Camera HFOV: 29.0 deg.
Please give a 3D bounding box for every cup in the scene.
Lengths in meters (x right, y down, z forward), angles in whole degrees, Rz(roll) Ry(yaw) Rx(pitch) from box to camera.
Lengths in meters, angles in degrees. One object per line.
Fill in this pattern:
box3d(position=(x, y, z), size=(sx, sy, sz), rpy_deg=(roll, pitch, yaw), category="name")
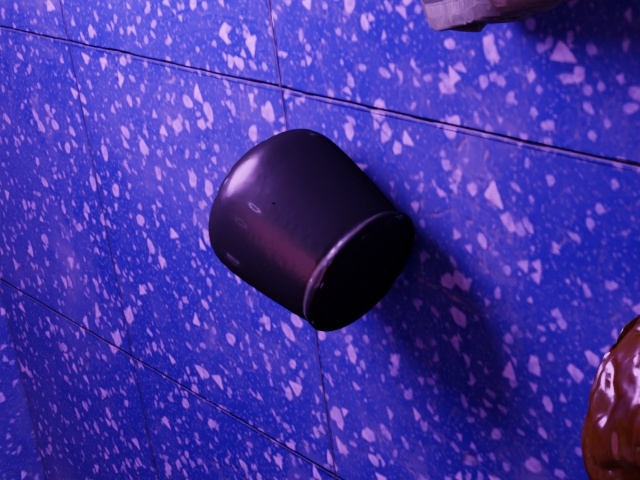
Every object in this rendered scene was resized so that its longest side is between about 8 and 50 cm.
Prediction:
box3d(position=(0.000, 0.000, 1.269), size=(0.176, 0.169, 0.223), rpy_deg=(38, 172, 27), category="cup")

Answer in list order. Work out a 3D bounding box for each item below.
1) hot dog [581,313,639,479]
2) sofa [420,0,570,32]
box3d(position=(0.337, 0.113, 0.776), size=(0.387, 0.174, 0.267), rpy_deg=(-32, 69, 59), category="hot dog")
box3d(position=(0.155, -0.273, 0.933), size=(0.225, 0.176, 0.210), rpy_deg=(-142, 33, -82), category="sofa")
